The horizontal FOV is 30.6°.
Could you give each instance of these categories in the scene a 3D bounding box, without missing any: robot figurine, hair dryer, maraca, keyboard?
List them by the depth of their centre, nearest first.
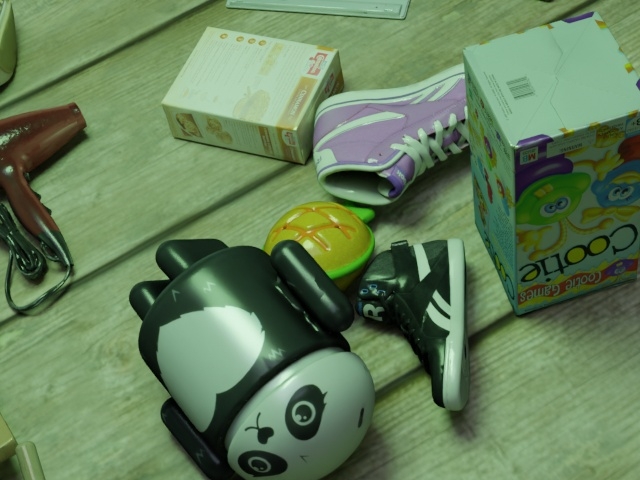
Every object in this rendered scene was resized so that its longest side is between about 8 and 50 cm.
[{"bbox_3d":[-0.072,0.117,1.166,0.174,0.209,0.278,-32,64,-23],"label":"robot figurine"},{"bbox_3d":[0.000,0.000,1.307,0.127,0.099,0.185,1,28,11],"label":"maraca"},{"bbox_3d":[-0.374,-0.055,1.445,0.224,0.080,0.293,19,63,4],"label":"hair dryer"},{"bbox_3d":[-0.002,-0.340,1.614,0.256,0.014,0.072,7,50,15],"label":"keyboard"}]

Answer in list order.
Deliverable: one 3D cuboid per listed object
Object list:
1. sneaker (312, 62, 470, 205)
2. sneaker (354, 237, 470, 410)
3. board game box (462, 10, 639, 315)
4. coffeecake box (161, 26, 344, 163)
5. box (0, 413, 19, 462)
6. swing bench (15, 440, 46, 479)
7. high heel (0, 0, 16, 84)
[{"bbox_3d":[0.130,-0.111,1.351,0.282,0.102,0.161,-13,40,13],"label":"sneaker"},{"bbox_3d":[0.095,0.092,1.235,0.121,0.079,0.217,-4,45,11],"label":"sneaker"},{"bbox_3d":[0.241,-0.071,1.199,0.142,0.275,0.144,-16,52,-2],"label":"board game box"},{"bbox_3d":[-0.083,-0.185,1.474,0.185,0.068,0.142,13,57,19],"label":"coffeecake box"},{"bbox_3d":[-0.429,0.224,1.222,0.201,0.021,0.164,-29,36,-17],"label":"box"},{"bbox_3d":[-0.331,0.361,1.055,0.253,0.165,0.254,-19,58,-5],"label":"swing bench"},{"bbox_3d":[-0.514,-0.231,1.567,0.186,0.093,0.261,2,63,4],"label":"high heel"}]
